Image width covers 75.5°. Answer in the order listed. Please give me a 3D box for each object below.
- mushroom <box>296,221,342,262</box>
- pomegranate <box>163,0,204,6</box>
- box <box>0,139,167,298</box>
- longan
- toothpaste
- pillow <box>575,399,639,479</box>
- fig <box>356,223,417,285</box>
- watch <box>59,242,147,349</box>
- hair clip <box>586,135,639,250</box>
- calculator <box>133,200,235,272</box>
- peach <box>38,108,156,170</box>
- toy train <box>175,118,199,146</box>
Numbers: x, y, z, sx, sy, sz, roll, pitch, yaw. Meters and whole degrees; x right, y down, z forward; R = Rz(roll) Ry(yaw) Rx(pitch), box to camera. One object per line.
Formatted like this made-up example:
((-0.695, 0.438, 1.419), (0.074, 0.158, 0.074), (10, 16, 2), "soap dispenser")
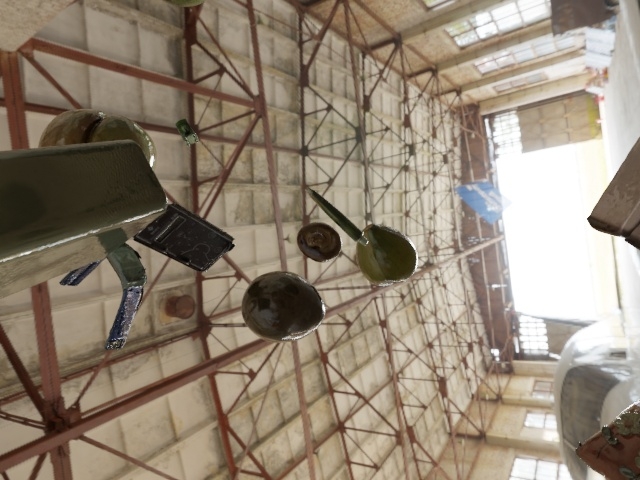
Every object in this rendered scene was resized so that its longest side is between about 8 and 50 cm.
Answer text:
((-0.004, 0.005, 1.130), (0.126, 0.085, 0.109), (44, -144, 10), "mushroom")
((-0.243, -0.507, 0.701), (0.210, 0.179, 0.180), (-67, -33, -84), "pomegranate")
((-0.511, -0.020, 0.719), (0.343, 0.351, 0.178), (-30, -87, -55), "box")
((-0.108, 0.198, 1.221), (0.248, 0.248, 0.249), (16, -109, -55), "longan")
((0.041, -0.058, 1.000), (0.204, 0.049, 0.031), (42, -98, -12), "toothpaste")
((0.568, 0.381, 0.723), (0.075, 0.171, 0.179), (42, -172, -17), "pillow")
((0.253, 0.046, 1.636), (0.271, 0.239, 0.240), (59, -140, -29), "fig")
((-0.576, 0.105, 1.098), (0.276, 0.275, 0.068), (41, -151, 20), "watch")
((0.454, -0.142, 0.490), (0.085, 0.101, 0.331), (-85, 17, -74), "hair clip")
((-0.394, -0.005, 1.224), (0.274, 0.165, 0.028), (37, -163, -45), "calculator")
((-0.611, -0.220, 1.141), (0.291, 0.247, 0.293), (6, -107, -20), "peach")
((-0.359, -0.290, 1.115), (0.038, 0.093, 0.056), (-30, -85, -9), "toy train")
